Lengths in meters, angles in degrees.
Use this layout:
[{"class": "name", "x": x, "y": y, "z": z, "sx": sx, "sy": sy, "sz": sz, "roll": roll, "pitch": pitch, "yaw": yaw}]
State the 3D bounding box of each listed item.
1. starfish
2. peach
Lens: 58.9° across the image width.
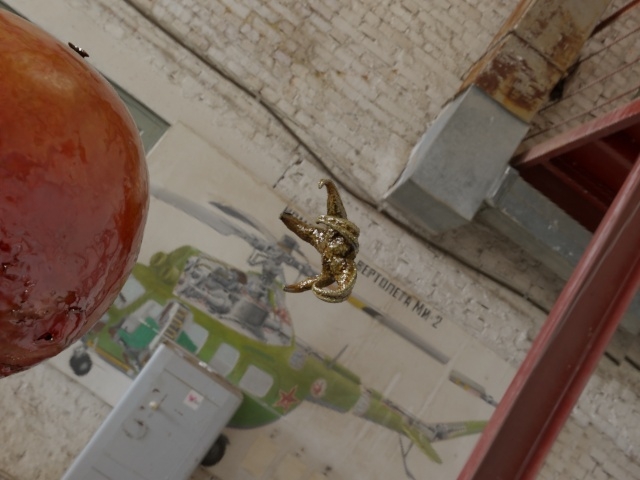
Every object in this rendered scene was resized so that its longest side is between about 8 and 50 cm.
[{"class": "starfish", "x": -0.001, "y": -0.001, "z": 0.858, "sx": 0.074, "sy": 0.189, "sz": 0.146, "roll": -4, "pitch": 14, "yaw": -37}, {"class": "peach", "x": -0.339, "y": -0.041, "z": 0.535, "sx": 0.370, "sy": 0.370, "sz": 0.370, "roll": 34, "pitch": -11, "yaw": 7}]
